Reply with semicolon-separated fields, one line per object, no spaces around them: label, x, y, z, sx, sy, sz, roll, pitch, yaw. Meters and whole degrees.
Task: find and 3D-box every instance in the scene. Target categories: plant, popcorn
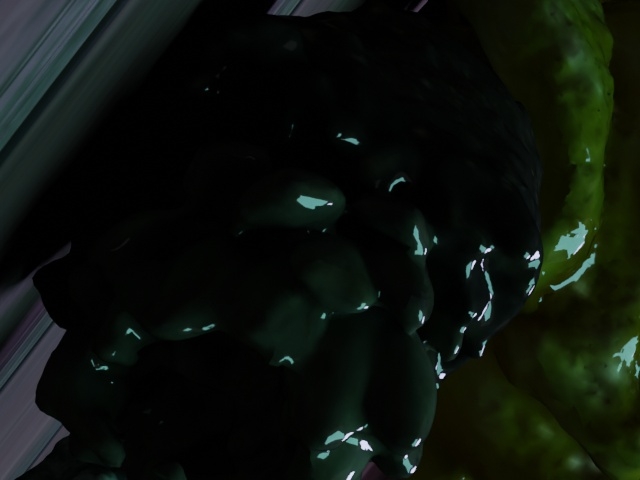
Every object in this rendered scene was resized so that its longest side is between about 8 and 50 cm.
plant;-0.006;0.002;0.599;0.132;0.129;0.194;-57;179;29
popcorn;0.118;-0.010;0.962;0.321;0.290;0.325;-44;143;-43

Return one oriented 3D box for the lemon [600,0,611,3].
lemon;0.153;-0.089;1.315;0.188;0.188;0.256;-52;180;-14

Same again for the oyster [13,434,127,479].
oyster;-0.101;0.147;0.598;0.252;0.199;0.087;-22;133;-15
